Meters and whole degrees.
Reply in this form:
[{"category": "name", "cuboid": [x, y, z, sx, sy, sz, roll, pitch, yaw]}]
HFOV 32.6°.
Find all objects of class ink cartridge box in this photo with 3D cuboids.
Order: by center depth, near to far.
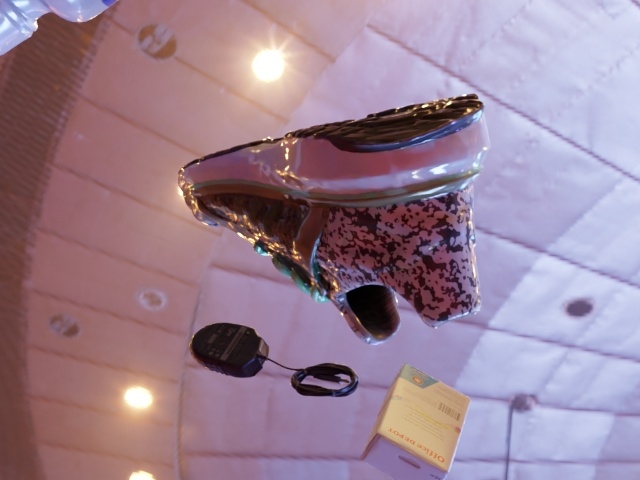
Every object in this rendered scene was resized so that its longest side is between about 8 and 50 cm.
[{"category": "ink cartridge box", "cuboid": [0.106, 0.207, 1.201, 0.088, 0.122, 0.052, 29, -53, 1]}]

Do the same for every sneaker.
[{"category": "sneaker", "cuboid": [0.000, 0.000, 0.894, 0.410, 0.158, 0.182, -2, -79, 66]}]

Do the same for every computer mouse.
[{"category": "computer mouse", "cuboid": [-0.062, 0.161, 1.405, 0.242, 0.071, 0.041, 15, -42, 25]}]

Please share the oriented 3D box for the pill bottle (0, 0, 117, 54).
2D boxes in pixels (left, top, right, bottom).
[{"category": "pill bottle", "cuboid": [-0.180, -0.270, 0.859, 0.272, 0.152, 0.152, -35, -62, 2]}]
